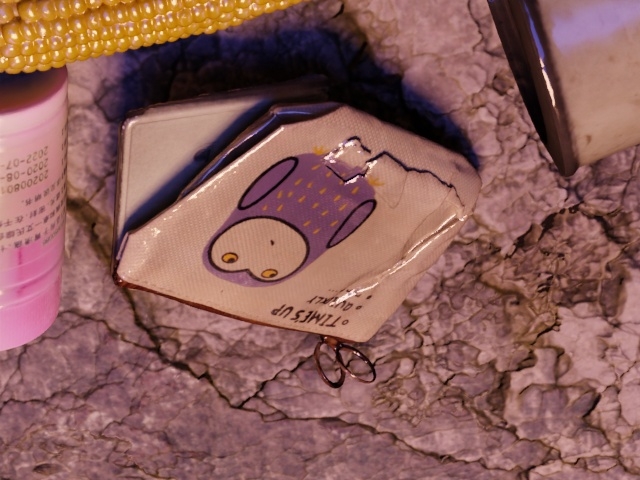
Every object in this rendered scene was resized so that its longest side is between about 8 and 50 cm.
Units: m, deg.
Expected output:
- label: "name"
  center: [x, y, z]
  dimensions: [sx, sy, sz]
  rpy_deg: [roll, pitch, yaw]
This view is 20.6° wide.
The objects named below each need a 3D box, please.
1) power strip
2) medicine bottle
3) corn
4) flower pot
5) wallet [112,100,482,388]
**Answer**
- label: "power strip"
  center: [-0.095, -0.064, 1.572]
  dimensions: [0.198, 0.064, 0.213]
  rpy_deg: [-12, 138, -22]
- label: "medicine bottle"
  center: [-0.298, -0.042, 1.536]
  dimensions: [0.152, 0.152, 0.254]
  rpy_deg: [4, 127, -6]
- label: "corn"
  center: [-0.162, -0.214, 1.431]
  dimensions: [0.347, 0.130, 0.130]
  rpy_deg: [-9, 127, -1]
- label: "flower pot"
  center: [0.289, -0.234, 1.346]
  dimensions: [0.330, 0.293, 0.293]
  rpy_deg: [-18, 126, 5]
- label: "wallet"
  center: [-0.002, -0.001, 1.591]
  dimensions: [0.335, 0.068, 0.275]
  rpy_deg: [19, 121, -41]
